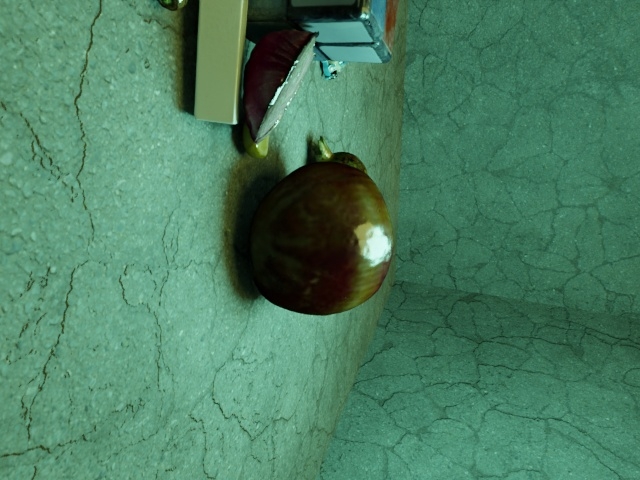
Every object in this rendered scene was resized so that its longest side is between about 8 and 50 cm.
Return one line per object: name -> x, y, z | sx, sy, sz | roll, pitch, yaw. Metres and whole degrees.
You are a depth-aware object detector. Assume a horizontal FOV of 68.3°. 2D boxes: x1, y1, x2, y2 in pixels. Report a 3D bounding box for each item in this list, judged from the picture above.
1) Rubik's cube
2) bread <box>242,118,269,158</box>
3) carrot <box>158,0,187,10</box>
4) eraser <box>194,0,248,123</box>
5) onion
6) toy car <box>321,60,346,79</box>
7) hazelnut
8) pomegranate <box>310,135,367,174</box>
Rubik's cube -> -0.004, -0.575, 1.004 | 0.313, 0.318, 0.316 | -15, 113, -72
bread -> -0.154, -0.251, 1.099 | 0.082, 0.056, 0.115 | 29, 65, -74
carrot -> -0.233, -0.454, 0.786 | 0.055, 0.055, 0.161 | 60, 36, -62
eraser -> -0.182, -0.372, 0.874 | 0.076, 0.078, 0.298 | -99, -165, -75
onion -> -0.108, -0.329, 0.975 | 0.247, 0.111, 0.250 | -58, -173, 5
toy car -> 0.065, -0.602, 1.537 | 0.126, 0.098, 0.161 | 73, 29, -48
hazelnut -> 0.000, 0.000, 1.234 | 0.421, 0.353, 0.421 | -36, 144, -32
pomegranate -> 0.043, -0.220, 1.546 | 0.246, 0.198, 0.198 | 58, 20, 5
